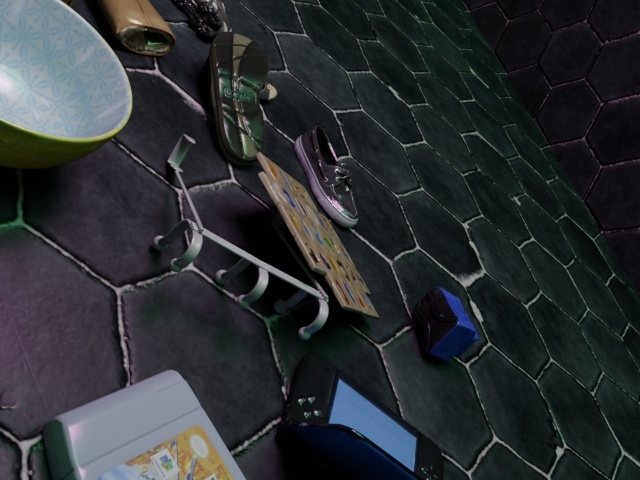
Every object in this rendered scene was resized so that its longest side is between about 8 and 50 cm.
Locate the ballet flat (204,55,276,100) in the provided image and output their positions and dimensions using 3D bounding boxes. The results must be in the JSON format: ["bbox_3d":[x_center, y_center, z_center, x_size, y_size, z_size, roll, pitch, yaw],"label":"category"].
[{"bbox_3d":[-0.155,-0.329,1.471,0.173,0.049,0.057,20,39,-38],"label":"ballet flat"}]

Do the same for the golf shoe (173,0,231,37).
[{"bbox_3d":[-0.256,-0.505,1.534,0.198,0.077,0.094,61,22,9],"label":"golf shoe"}]

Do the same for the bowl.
[{"bbox_3d":[-0.401,-0.186,0.902,0.290,0.156,0.289,32,34,-25],"label":"bowl"}]

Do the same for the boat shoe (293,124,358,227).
[{"bbox_3d":[0.025,-0.133,1.449,0.080,0.076,0.228,7,49,-47],"label":"boat shoe"}]

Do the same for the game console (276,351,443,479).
[{"bbox_3d":[0.107,0.280,0.996,0.293,0.173,0.250,40,32,-14],"label":"game console"}]

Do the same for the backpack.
[{"bbox_3d":[0.232,0.157,1.367,0.101,0.098,0.120,32,22,-35],"label":"backpack"}]

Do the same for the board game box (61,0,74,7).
[{"bbox_3d":[-0.435,-0.337,1.016,0.141,0.170,0.048,31,33,-28],"label":"board game box"}]

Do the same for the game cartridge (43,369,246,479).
[{"bbox_3d":[-0.158,0.293,0.771,0.297,0.062,0.198,55,28,12],"label":"game cartridge"}]

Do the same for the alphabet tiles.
[{"bbox_3d":[0.000,0.000,1.202,0.285,0.011,0.342,61,10,17],"label":"alphabet tiles"}]

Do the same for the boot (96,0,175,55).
[{"bbox_3d":[-0.399,-0.465,1.287,0.236,0.089,0.269,-6,61,-53],"label":"boot"}]

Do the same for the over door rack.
[{"bbox_3d":[-0.127,0.000,1.103,0.240,0.108,0.324,31,21,-28],"label":"over door rack"}]

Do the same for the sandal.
[{"bbox_3d":[-0.167,-0.270,1.367,0.120,0.086,0.302,15,60,-29],"label":"sandal"}]
